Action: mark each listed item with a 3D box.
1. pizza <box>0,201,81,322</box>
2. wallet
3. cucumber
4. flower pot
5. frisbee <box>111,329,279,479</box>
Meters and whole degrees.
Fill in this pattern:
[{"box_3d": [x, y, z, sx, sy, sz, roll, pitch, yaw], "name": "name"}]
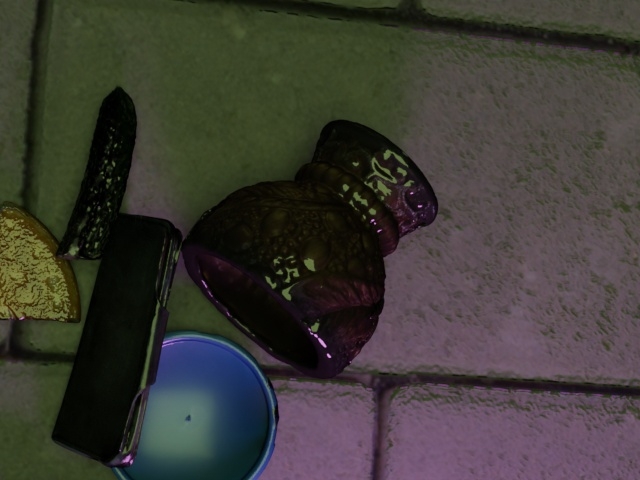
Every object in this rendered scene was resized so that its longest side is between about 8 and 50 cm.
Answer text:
[{"box_3d": [-0.404, 0.063, 1.703, 0.176, 0.036, 0.184, -43, 95, -10], "name": "pizza"}, {"box_3d": [-0.255, 0.125, 1.675, 0.045, 0.172, 0.317, 16, 85, -39], "name": "wallet"}, {"box_3d": [-0.282, -0.084, 1.710, 0.067, 0.067, 0.245, 19, 76, -11], "name": "cucumber"}, {"box_3d": [0.000, 0.000, 1.687, 0.266, 0.266, 0.267, 45, 70, -8], "name": "flower pot"}, {"box_3d": [-0.176, 0.240, 1.743, 0.242, 0.045, 0.242, 0, 85, -5], "name": "frisbee"}]
